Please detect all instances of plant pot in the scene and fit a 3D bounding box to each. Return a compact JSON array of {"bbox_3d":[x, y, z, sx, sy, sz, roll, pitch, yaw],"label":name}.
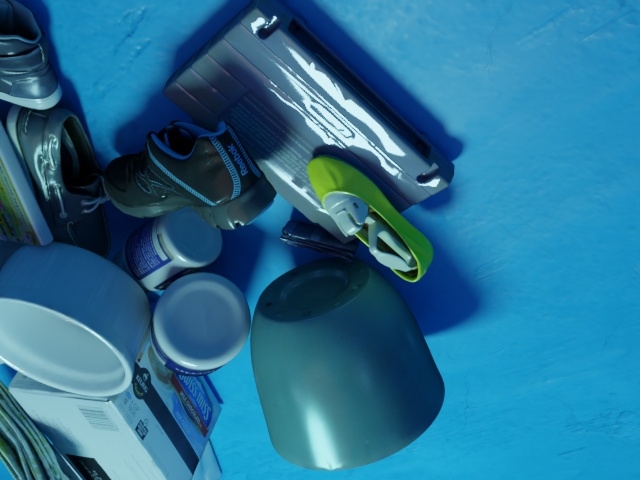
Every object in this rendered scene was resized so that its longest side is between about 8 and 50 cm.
[{"bbox_3d":[0.024,0.168,1.446,0.293,0.293,0.235,-5,118,27],"label":"plant pot"}]

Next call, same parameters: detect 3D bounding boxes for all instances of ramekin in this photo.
[{"bbox_3d":[-0.412,0.124,1.509,0.277,0.135,0.277,12,143,9],"label":"ramekin"}]

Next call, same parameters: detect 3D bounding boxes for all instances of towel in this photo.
[{"bbox_3d":[0.000,0.000,1.424,0.119,0.067,0.029,14,108,7],"label":"towel"},{"bbox_3d":[-0.567,0.426,1.844,0.320,0.090,0.374,47,161,21],"label":"towel"}]

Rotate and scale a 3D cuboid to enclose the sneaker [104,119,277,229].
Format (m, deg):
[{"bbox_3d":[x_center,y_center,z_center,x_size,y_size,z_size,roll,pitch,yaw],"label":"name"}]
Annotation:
[{"bbox_3d":[-0.203,-0.111,1.315,0.341,0.125,0.140,6,130,44],"label":"sneaker"}]

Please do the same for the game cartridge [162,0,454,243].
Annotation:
[{"bbox_3d":[-0.018,-0.153,1.270,0.355,0.068,0.230,40,140,-21],"label":"game cartridge"}]

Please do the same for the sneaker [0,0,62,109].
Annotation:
[{"bbox_3d":[-0.484,-0.271,1.295,0.226,0.086,0.163,8,150,0],"label":"sneaker"}]

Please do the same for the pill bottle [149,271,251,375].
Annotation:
[{"bbox_3d":[-0.206,0.148,1.550,0.153,0.153,0.264,25,164,-6],"label":"pill bottle"}]

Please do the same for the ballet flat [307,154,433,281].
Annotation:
[{"bbox_3d":[0.068,-0.024,1.274,0.231,0.077,0.077,40,136,-21],"label":"ballet flat"}]

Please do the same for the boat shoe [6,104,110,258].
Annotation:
[{"bbox_3d":[-0.386,-0.078,1.459,0.099,0.116,0.319,6,132,22],"label":"boat shoe"}]

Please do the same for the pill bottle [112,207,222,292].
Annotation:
[{"bbox_3d":[-0.256,0.020,1.513,0.112,0.112,0.186,41,135,-22],"label":"pill bottle"}]

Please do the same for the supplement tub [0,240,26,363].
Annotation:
[{"bbox_3d":[-0.659,0.117,1.689,0.324,0.235,0.235,-8,132,30],"label":"supplement tub"}]

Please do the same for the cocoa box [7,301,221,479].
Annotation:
[{"bbox_3d":[-0.378,0.304,1.783,0.231,0.228,0.347,2,136,24],"label":"cocoa box"}]

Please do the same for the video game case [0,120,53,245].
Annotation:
[{"bbox_3d":[-0.517,-0.101,1.453,0.206,0.026,0.227,5,121,47],"label":"video game case"}]

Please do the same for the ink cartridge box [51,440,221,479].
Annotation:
[{"bbox_3d":[-0.421,0.491,2.091,0.353,0.119,0.207,7,137,15],"label":"ink cartridge box"}]
